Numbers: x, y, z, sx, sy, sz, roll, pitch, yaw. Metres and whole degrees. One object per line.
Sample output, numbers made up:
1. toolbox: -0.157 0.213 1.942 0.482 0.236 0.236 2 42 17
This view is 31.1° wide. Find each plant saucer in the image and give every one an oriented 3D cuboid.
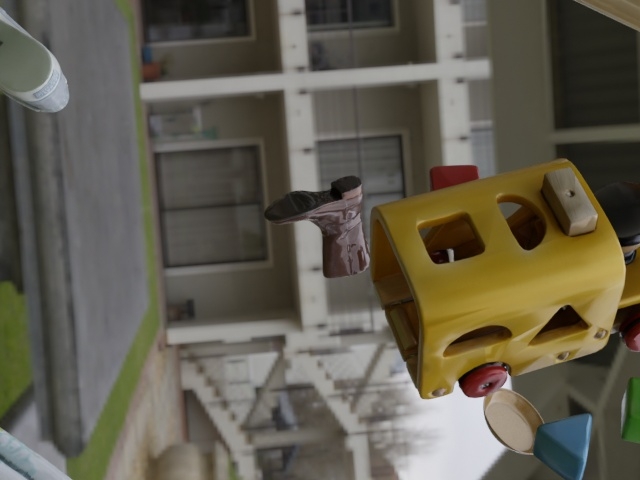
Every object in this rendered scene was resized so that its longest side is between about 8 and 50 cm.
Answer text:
1. plant saucer: 0.203 0.194 1.220 0.015 0.083 0.083 -52 -149 35

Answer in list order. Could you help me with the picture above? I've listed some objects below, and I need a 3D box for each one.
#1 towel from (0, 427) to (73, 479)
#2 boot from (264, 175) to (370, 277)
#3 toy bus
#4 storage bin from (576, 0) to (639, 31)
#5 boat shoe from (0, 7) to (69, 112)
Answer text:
1. towel: -0.459 0.354 1.490 0.320 0.374 0.090 -53 -177 36
2. boot: 0.000 0.000 1.137 0.037 0.106 0.114 -122 -160 -46
3. toy bus: 0.126 0.008 0.639 0.202 0.191 0.104 -58 159 -32
4. storage bin: 0.306 -0.235 0.692 0.123 0.260 0.262 -57 171 -44
5. boat shoe: -0.350 -0.205 1.201 0.227 0.079 0.081 39 -11 20
